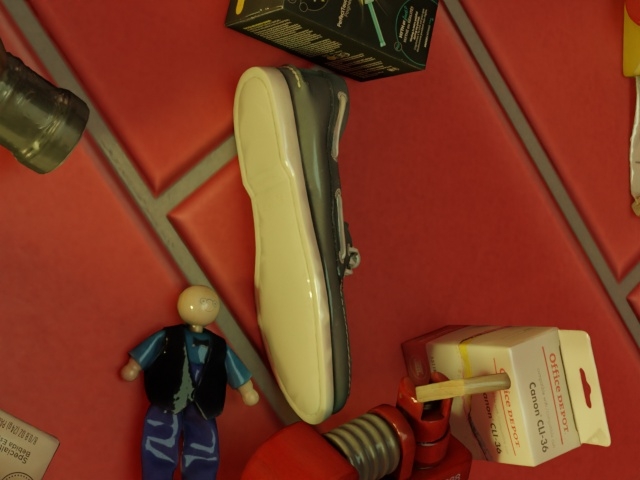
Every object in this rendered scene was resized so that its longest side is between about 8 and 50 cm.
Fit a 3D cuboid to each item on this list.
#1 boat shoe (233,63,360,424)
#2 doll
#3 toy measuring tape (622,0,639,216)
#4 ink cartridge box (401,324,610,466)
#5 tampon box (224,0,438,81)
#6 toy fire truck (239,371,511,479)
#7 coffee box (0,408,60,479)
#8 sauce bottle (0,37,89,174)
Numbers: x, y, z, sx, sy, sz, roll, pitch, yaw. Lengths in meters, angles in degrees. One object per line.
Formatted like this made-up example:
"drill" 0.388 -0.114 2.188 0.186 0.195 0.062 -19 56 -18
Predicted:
"boat shoe" 0.000 0.000 1.463 0.099 0.116 0.319 -8 87 -31
"doll" -0.111 0.132 1.420 0.129 0.046 0.189 9 77 -25
"toy measuring tape" 0.380 -0.190 1.737 0.121 0.121 0.330 4 86 -35
"ink cartridge box" 0.169 0.141 1.522 0.067 0.198 0.115 -18 98 -34
"tampon box" 0.015 -0.228 1.489 0.161 0.101 0.120 20 76 -32
"toy fire truck" 0.050 0.184 1.396 0.217 0.158 0.246 -19 133 -33
"coffee box" -0.364 0.151 1.196 0.297 0.119 0.168 35 71 -28
"sauce bottle" -0.330 -0.168 1.244 0.344 0.111 0.111 37 68 -30
